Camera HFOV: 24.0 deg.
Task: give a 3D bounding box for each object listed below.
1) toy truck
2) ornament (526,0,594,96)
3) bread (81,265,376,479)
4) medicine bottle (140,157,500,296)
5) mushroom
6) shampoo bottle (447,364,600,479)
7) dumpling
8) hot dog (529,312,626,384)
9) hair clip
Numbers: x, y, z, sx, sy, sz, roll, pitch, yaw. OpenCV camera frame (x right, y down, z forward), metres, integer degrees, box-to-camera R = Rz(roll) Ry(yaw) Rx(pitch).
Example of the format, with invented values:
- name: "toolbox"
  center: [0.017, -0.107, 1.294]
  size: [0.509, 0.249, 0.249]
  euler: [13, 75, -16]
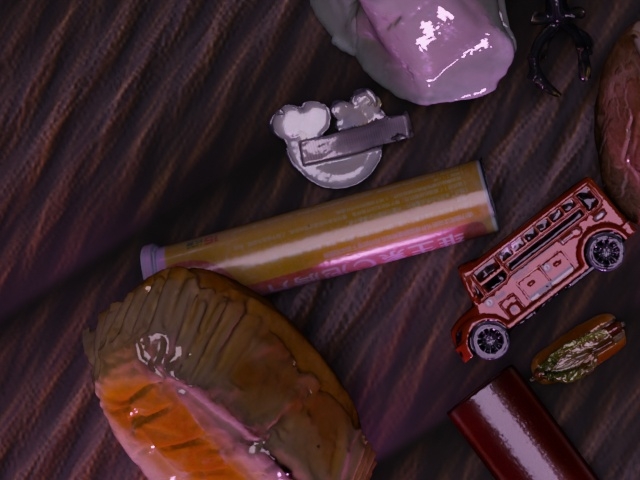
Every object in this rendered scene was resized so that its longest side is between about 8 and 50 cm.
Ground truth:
- name: "toy truck"
  center: [0.248, 0.038, 1.776]
  size: [0.252, 0.107, 0.114]
  euler: [-37, 84, 6]
- name: "ornament"
  center: [0.259, -0.284, 1.726]
  size: [0.080, 0.202, 0.236]
  euler: [-6, 93, 21]
- name: "bread"
  center: [-0.094, 0.206, 1.761]
  size: [0.236, 0.183, 0.389]
  euler: [-21, 117, 30]
- name: "medicine bottle"
  center: [0.000, 0.000, 1.815]
  size: [0.426, 0.108, 0.108]
  euler: [-16, 88, 8]
- name: "mushroom"
  center: [0.394, -0.102, 1.753]
  size: [0.151, 0.156, 0.286]
  euler: [-34, 84, 36]
- name: "shampoo bottle"
  center: [0.267, 0.281, 1.798]
  size: [0.102, 0.064, 0.260]
  euler: [-36, 86, 4]
- name: "dumpling"
  center: [0.112, -0.329, 1.759]
  size: [0.211, 0.270, 0.321]
  euler: [1, 66, -13]
- name: "hot dog"
  center: [0.308, 0.134, 1.800]
  size: [0.133, 0.041, 0.056]
  euler: [-32, 85, 8]
- name: "hair clip"
  center: [0.028, -0.122, 1.840]
  size: [0.172, 0.049, 0.116]
  euler: [-13, 84, 11]
